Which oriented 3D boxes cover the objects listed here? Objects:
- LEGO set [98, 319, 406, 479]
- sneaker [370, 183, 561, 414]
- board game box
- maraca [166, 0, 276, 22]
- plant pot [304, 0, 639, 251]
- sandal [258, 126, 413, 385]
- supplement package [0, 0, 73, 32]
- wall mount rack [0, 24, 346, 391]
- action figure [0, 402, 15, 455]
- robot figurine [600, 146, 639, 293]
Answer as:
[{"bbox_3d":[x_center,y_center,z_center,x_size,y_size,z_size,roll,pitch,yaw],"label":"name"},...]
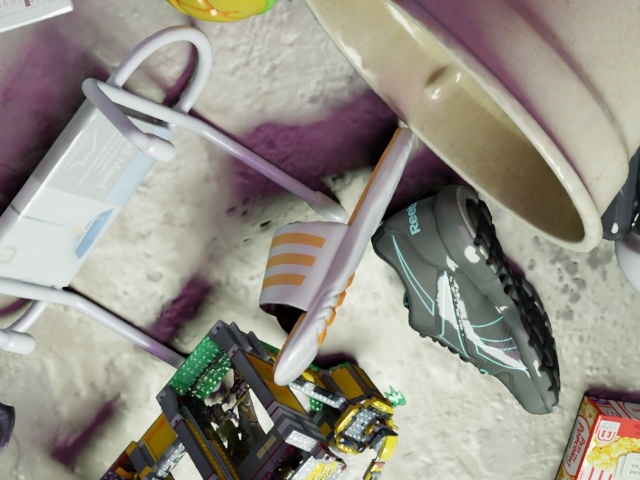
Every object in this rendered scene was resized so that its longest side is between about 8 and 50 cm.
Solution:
[{"bbox_3d":[-0.059,0.246,1.354,0.331,0.192,0.255,-44,133,5],"label":"LEGO set"},{"bbox_3d":[0.144,0.063,1.423,0.106,0.101,0.267,-21,118,21],"label":"sneaker"},{"bbox_3d":[0.314,0.262,1.557,0.147,0.045,0.193,9,110,-16],"label":"board game box"},{"bbox_3d":[-0.079,-0.228,1.191,0.127,0.186,0.099,43,75,-20],"label":"maraca"},{"bbox_3d":[0.197,-0.214,1.204,0.305,0.334,0.334,-45,115,-4],"label":"plant pot"},{"bbox_3d":[-0.001,0.004,1.311,0.076,0.102,0.265,24,64,5],"label":"sandal"},{"bbox_3d":[-0.341,-0.243,1.109,0.263,0.199,0.198,-18,116,-5],"label":"supplement package"},{"bbox_3d":[-0.149,0.000,1.304,0.350,0.130,0.304,-52,152,12],"label":"wall mount rack"},{"bbox_3d":[-0.406,0.111,1.301,0.285,0.099,0.185,33,114,-18],"label":"action figure"},{"bbox_3d":[0.361,-0.065,1.365,0.209,0.173,0.278,12,112,13],"label":"robot figurine"}]
